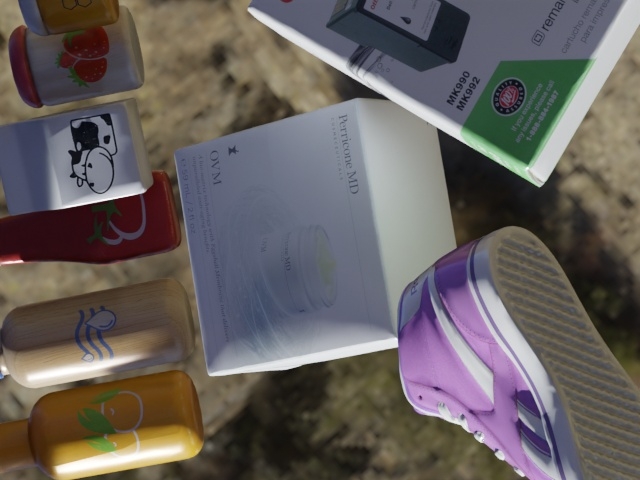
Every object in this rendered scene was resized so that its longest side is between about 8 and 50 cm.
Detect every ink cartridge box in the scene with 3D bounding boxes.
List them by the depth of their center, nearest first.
[{"bbox_3d":[0.114,-0.210,1.625,0.289,0.211,0.121,31,-176,14],"label":"ink cartridge box"}]

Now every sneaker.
[{"bbox_3d":[0.156,0.138,1.441,0.161,0.102,0.282,-30,83,45],"label":"sneaker"}]

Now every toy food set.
[{"bbox_3d":[-0.124,-0.013,0.850,0.111,0.105,0.232,-86,-16,-82],"label":"toy food set"}]

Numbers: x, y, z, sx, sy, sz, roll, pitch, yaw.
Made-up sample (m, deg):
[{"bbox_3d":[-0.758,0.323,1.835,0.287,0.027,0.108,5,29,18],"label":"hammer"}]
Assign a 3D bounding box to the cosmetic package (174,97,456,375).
[{"bbox_3d":[0.000,0.000,1.788,0.225,0.138,0.224,-14,83,33],"label":"cosmetic package"}]
